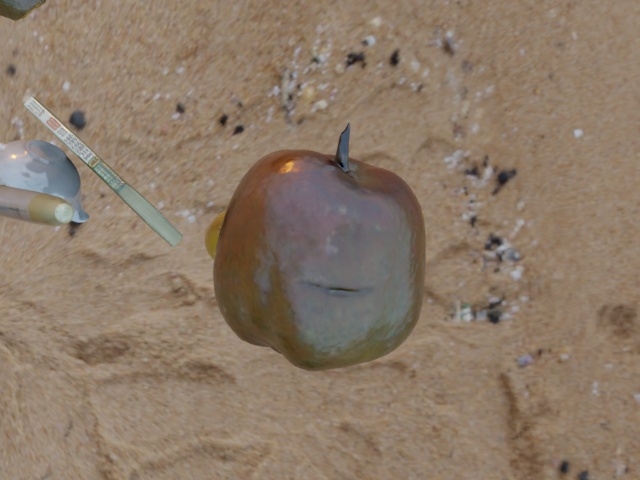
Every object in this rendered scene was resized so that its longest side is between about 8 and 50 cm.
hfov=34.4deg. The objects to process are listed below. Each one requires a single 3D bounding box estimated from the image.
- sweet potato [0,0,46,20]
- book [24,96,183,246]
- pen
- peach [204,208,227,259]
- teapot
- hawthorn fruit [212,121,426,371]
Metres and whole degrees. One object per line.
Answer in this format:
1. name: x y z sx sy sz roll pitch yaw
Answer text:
1. sweet potato: -0.422 -0.346 1.180 0.244 0.077 0.077 46 74 -15
2. book: -0.345 -0.109 1.649 0.027 0.202 0.264 -46 61 -6
3. pen: -0.282 -0.031 0.982 0.040 0.233 0.032 35 76 -33
4. peach: -0.130 -0.019 1.904 0.179 0.179 0.103 -28 97 -19
5. teapot: -0.460 -0.109 1.636 0.226 0.145 0.092 24 110 -12
6. hawthorn fruit: 0.000 0.000 1.287 0.267 0.268 0.301 -1 105 -19
